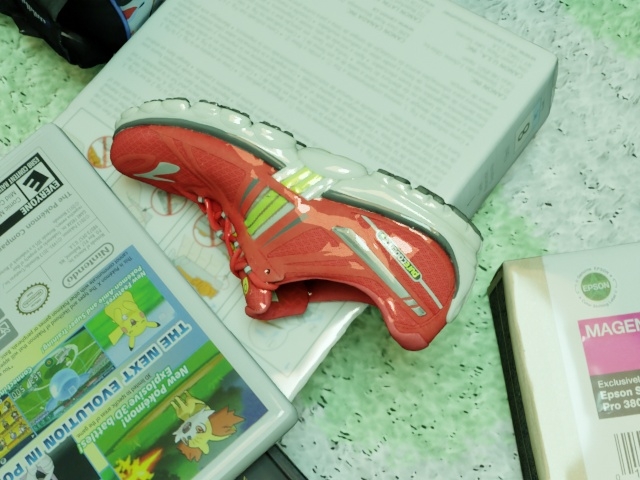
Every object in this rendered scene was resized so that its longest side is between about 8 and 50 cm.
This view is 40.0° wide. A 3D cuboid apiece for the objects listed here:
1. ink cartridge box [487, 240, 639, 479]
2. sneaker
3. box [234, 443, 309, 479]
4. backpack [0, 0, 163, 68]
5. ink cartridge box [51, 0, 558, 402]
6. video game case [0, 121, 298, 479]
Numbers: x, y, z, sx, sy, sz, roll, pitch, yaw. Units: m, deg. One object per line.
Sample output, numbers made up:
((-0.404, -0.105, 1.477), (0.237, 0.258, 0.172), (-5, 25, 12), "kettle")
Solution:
((0.261, 0.098, 0.661), (0.234, 0.088, 0.193), (-9, 74, 2), "ink cartridge box")
((-0.036, -0.009, 0.584), (0.278, 0.107, 0.118), (21, 82, 20), "sneaker")
((-0.177, 0.274, 0.611), (0.395, 0.097, 0.318), (-42, 62, -9), "box")
((-0.230, -0.279, 0.720), (0.276, 0.263, 0.213), (32, 72, 9), "backpack")
((-0.045, -0.059, 0.707), (0.308, 0.091, 0.385), (34, 78, 21), "ink cartridge box")
((-0.230, 0.119, 0.606), (0.329, 0.036, 0.300), (-41, 68, -6), "video game case")
